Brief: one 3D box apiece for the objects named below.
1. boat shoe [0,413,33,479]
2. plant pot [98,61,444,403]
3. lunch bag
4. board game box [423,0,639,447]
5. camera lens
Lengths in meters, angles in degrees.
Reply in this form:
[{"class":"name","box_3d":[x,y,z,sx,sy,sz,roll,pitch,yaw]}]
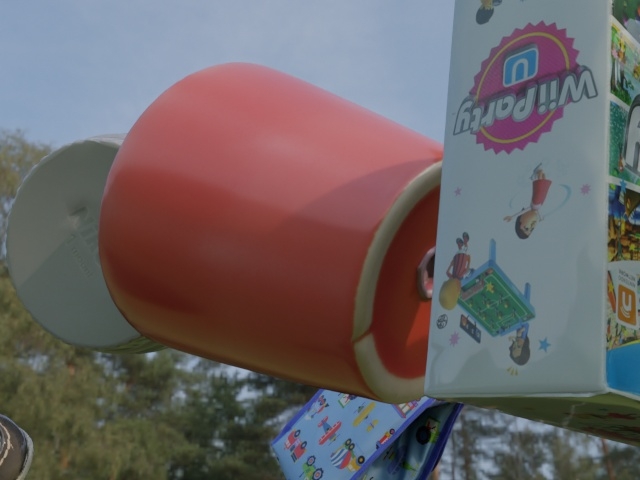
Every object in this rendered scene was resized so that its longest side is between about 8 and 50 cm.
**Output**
[{"class":"boat shoe","box_3d":[-0.412,0.174,0.740,0.335,0.112,0.096,-1,-35,10]},{"class":"plant pot","box_3d":[0.000,0.000,0.738,0.243,0.275,0.275,19,-19,39]},{"class":"lunch bag","box_3d":[0.080,0.258,1.288,0.138,0.221,0.293,29,-82,-25]},{"class":"board game box","box_3d":[0.168,-0.053,0.458,0.224,0.304,0.097,19,-21,-38]},{"class":"camera lens","box_3d":[-0.165,0.002,0.948,0.219,0.220,0.274,-14,-4,19]}]
